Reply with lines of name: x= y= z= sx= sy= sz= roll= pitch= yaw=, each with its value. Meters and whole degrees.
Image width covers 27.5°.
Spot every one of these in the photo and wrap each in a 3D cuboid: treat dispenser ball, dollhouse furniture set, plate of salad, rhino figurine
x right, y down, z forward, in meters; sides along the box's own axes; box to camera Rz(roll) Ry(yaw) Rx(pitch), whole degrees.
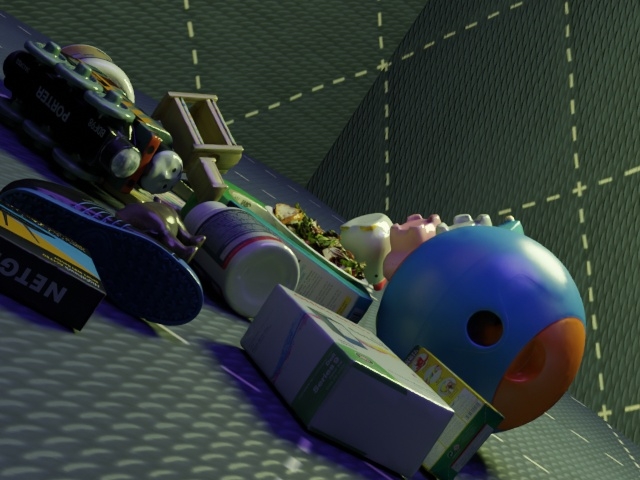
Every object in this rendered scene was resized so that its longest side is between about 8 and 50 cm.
treat dispenser ball: x=0.220 y=0.122 z=1.804 sx=0.288 sy=0.288 sz=0.288 roll=33 pitch=5 yaw=-3
dollhouse furniture set: x=-0.193 y=-0.101 z=1.967 sx=0.101 sy=0.161 sz=0.182 roll=-1 pitch=54 yaw=-42
plate of salad: x=0.000 y=0.000 z=2.009 sx=0.200 sy=0.048 sz=0.200 roll=37 pitch=5 yaw=-4
rhino figurine: x=-0.202 y=-0.009 z=1.628 sx=0.106 sy=0.073 sz=0.243 roll=36 pitch=3 yaw=-4

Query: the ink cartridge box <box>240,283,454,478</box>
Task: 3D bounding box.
ink cartridge box: x=0.024 y=0.150 z=1.436 sx=0.154 sy=0.093 sz=0.212 roll=30 pitch=5 yaw=-31

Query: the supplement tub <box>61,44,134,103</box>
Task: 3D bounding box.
supplement tub: x=-0.407 y=-0.257 z=2.246 sx=0.144 sy=0.144 sz=0.199 roll=31 pitch=6 yaw=-26

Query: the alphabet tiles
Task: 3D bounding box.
alphabet tiles: x=-0.288 y=-0.082 z=2.059 sx=0.278 sy=0.021 sz=0.284 roll=35 pitch=5 yaw=13

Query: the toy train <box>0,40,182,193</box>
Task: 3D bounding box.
toy train: x=-0.333 y=-0.177 z=1.904 sx=0.334 sy=0.142 sz=0.190 roll=38 pitch=13 yaw=38

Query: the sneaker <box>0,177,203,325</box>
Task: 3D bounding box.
sneaker: x=-0.221 y=0.004 z=1.337 sx=0.232 sy=0.081 sz=0.090 roll=32 pitch=13 yaw=-10

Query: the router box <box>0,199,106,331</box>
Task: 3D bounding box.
router box: x=-0.283 y=0.002 z=1.159 sx=0.179 sy=0.046 sz=0.133 roll=32 pitch=6 yaw=-24

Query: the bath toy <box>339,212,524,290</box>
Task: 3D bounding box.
bath toy: x=0.165 y=0.033 z=2.089 sx=0.151 sy=0.129 sz=0.348 roll=-26 pitch=20 yaw=-39

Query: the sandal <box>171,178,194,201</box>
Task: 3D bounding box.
sandal: x=-0.228 y=-0.098 z=2.243 sx=0.097 sy=0.054 sz=0.254 roll=34 pitch=-4 yaw=41

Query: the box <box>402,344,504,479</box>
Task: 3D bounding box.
box: x=0.129 y=0.200 z=1.543 sx=0.043 sy=0.105 sz=0.179 roll=40 pitch=1 yaw=-33

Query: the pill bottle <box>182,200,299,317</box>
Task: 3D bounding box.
pill bottle: x=-0.113 y=0.017 z=1.723 sx=0.108 sy=0.108 sz=0.180 roll=30 pitch=7 yaw=-38

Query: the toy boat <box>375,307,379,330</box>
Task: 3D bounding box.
toy boat: x=0.214 y=0.170 z=2.111 sx=0.267 sy=0.148 sz=0.318 roll=34 pitch=5 yaw=3

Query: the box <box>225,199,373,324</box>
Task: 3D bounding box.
box: x=-0.054 y=0.052 z=1.814 sx=0.244 sy=0.100 sz=0.060 roll=36 pitch=4 yaw=23

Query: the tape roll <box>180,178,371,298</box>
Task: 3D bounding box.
tape roll: x=-0.069 y=0.022 z=2.041 sx=0.321 sy=0.077 sz=0.321 roll=38 pitch=5 yaw=-4
